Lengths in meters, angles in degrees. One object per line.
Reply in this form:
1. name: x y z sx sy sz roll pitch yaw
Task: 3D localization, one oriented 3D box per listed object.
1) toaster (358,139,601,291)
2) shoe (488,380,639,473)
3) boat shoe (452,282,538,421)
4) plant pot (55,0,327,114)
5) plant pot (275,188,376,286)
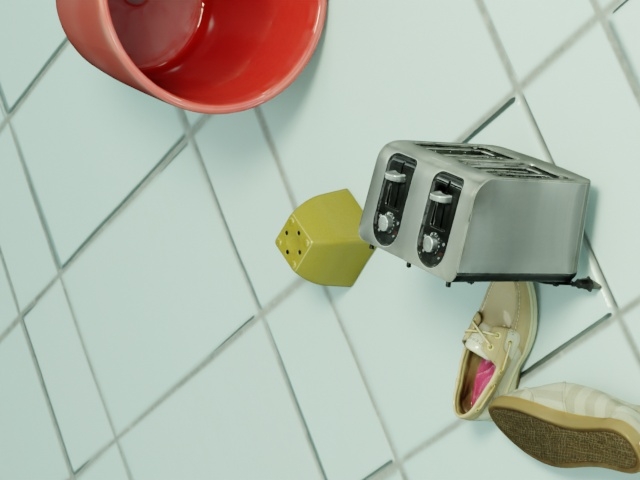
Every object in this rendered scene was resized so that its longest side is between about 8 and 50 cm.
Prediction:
1. toaster: 0.157 -0.025 1.773 0.168 0.186 0.110 29 113 54
2. shoe: 0.250 0.178 1.771 0.219 0.058 0.076 7 130 54
3. boat shoe: 0.172 0.107 1.846 0.063 0.059 0.170 27 114 46
4. plant pot: -0.168 -0.281 2.077 0.243 0.275 0.275 12 103 61
5. plant pot: 0.000 0.000 2.023 0.081 0.083 0.081 56 133 30
